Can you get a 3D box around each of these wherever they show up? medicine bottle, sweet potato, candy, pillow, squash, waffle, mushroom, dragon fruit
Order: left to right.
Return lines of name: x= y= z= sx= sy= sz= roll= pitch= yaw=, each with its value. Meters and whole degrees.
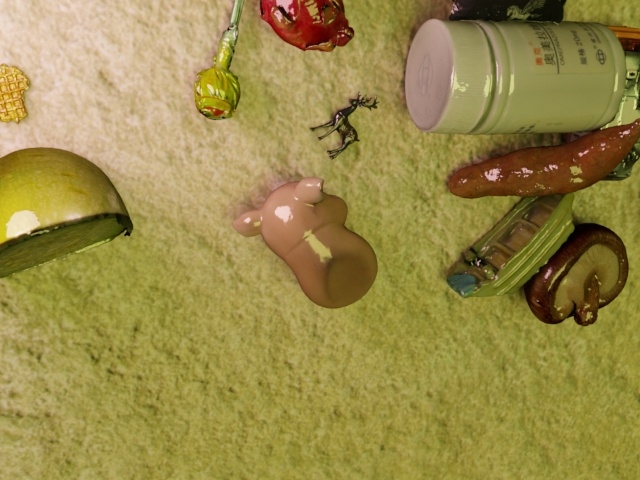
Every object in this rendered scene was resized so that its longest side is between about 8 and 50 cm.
waffle: x=-0.460 y=-0.215 z=1.416 sx=0.078 sy=0.016 sz=0.085 roll=16 pitch=103 yaw=-28
squash: x=-0.379 y=-0.006 z=1.365 sx=0.233 sy=0.309 sz=0.210 roll=-19 pitch=117 yaw=-15
candy: x=-0.139 y=-0.314 z=1.489 sx=0.073 sy=0.077 sz=0.262 roll=13 pitch=97 yaw=-4
dragon fruit: x=-0.025 y=-0.353 z=1.480 sx=0.166 sy=0.136 sz=0.133 roll=38 pitch=127 yaw=-21
medicine bottle: x=0.317 y=-0.271 z=1.615 sx=0.332 sy=0.190 sz=0.190 roll=-4 pitch=112 yaw=-22
pillow: x=0.305 y=-0.396 z=1.504 sx=0.208 sy=0.055 sz=0.141 roll=-7 pitch=132 yaw=-21
sweet potato: x=0.398 y=-0.122 z=1.691 sx=0.354 sy=0.095 sz=0.106 roll=-16 pitch=136 yaw=27
mushroom: x=0.481 y=0.060 z=1.863 sx=0.231 sy=0.138 sz=0.194 roll=-6 pitch=100 yaw=-32

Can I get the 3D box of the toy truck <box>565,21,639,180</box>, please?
toy truck: x=0.514 y=-0.248 z=1.746 sx=0.114 sy=0.135 sz=0.270 roll=0 pitch=106 yaw=-20

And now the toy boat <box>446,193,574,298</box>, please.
toy boat: x=0.360 y=0.013 z=1.794 sx=0.276 sy=0.111 sz=0.084 roll=-44 pitch=121 yaw=-2

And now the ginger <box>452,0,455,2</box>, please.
ginger: x=0.317 y=-0.513 z=1.539 sx=0.357 sy=0.152 sz=0.274 roll=-29 pitch=119 yaw=-8

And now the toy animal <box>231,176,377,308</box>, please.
toy animal: x=-0.007 y=0.008 z=1.617 sx=0.166 sy=0.154 sz=0.250 roll=-38 pitch=118 yaw=5

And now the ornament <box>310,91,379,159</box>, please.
ornament: x=0.050 y=-0.197 z=1.629 sx=0.125 sy=0.028 sz=0.073 roll=-39 pitch=119 yaw=-2
